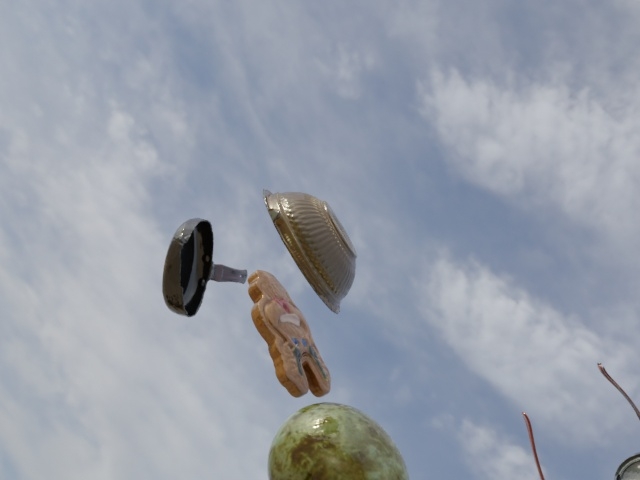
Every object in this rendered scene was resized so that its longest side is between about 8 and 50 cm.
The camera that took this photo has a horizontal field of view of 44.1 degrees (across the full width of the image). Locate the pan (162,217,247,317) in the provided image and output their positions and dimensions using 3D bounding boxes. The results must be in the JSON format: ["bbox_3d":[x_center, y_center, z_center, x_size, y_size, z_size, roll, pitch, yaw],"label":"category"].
[{"bbox_3d":[-0.139,0.034,0.957,0.040,0.212,0.115,9,-93,15],"label":"pan"}]

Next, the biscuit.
[{"bbox_3d":[-0.076,0.211,1.832,0.047,0.202,0.334,-37,-119,20],"label":"biscuit"}]

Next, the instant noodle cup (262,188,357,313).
[{"bbox_3d":[0.000,0.000,1.465,0.090,0.274,0.274,-30,-79,7],"label":"instant noodle cup"}]

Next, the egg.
[{"bbox_3d":[0.036,0.436,1.500,0.289,0.238,0.238,19,-48,31],"label":"egg"}]

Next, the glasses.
[{"bbox_3d":[0.497,0.389,1.429,0.268,0.234,0.118,60,-1,-24],"label":"glasses"}]
